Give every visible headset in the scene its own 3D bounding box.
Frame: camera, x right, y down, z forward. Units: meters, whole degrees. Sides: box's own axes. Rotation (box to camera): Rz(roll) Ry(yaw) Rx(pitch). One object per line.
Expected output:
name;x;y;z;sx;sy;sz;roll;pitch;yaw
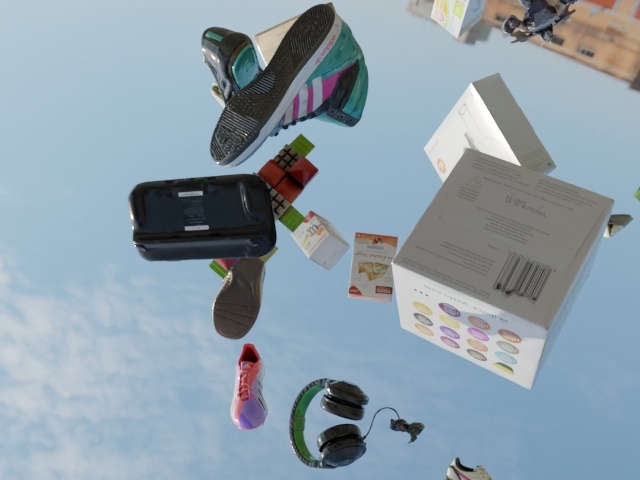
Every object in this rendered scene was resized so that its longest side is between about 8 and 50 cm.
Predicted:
headset;0.083;0.504;2.037;0.185;0.243;0.394;20;157;-40

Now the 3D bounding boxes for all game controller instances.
game controller;-0.240;-0.042;1.472;0.320;0.166;0.067;-3;-174;21

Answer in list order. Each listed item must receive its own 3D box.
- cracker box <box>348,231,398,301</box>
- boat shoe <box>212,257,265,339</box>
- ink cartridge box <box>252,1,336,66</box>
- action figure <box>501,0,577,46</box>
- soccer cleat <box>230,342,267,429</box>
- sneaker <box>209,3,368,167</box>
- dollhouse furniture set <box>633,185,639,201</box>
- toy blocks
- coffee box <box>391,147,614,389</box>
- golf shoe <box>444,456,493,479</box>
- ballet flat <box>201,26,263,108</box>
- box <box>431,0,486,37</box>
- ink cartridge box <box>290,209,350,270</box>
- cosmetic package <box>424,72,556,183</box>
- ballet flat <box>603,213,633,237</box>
cracker box;0.187;0.095;2.641;0.156;0.232;0.067;6;163;3
boat shoe;-0.199;0.102;1.955;0.123;0.341;0.123;14;-154;3
ink cartridge box;-0.035;-0.453;1.824;0.088;0.193;0.235;-34;-161;-35
action figure;0.488;-0.557;1.699;0.285;0.185;0.099;54;-175;-40
soccer cleat;-0.161;0.326;1.656;0.083;0.095;0.248;-8;-158;1
sneaker;-0.031;-0.212;1.192;0.178;0.295;0.123;29;-162;-46
dollhouse furniture set;0.724;-0.129;1.295;0.197;0.151;0.301;42;-127;10
toy blocks;-0.133;-0.076;1.638;0.191;0.381;0.261;42;180;-2
coffee box;0.394;0.065;1.641;0.338;0.334;0.338;25;-114;22
golf shoe;0.412;0.624;1.900;0.186;0.085;0.067;20;-178;20
ballet flat;-0.142;-0.275;1.267;0.096;0.095;0.280;32;164;14
box;0.403;-0.696;2.117;0.103;0.203;0.114;-41;-106;-16
ink cartridge box;0.000;0.000;2.804;0.127;0.128;0.176;31;-167;-42
cosmetic package;0.435;-0.223;1.980;0.098;0.377;0.284;-21;-104;-18
ballet flat;0.723;-0.038;1.914;0.213;0.068;0.072;4;168;-29
